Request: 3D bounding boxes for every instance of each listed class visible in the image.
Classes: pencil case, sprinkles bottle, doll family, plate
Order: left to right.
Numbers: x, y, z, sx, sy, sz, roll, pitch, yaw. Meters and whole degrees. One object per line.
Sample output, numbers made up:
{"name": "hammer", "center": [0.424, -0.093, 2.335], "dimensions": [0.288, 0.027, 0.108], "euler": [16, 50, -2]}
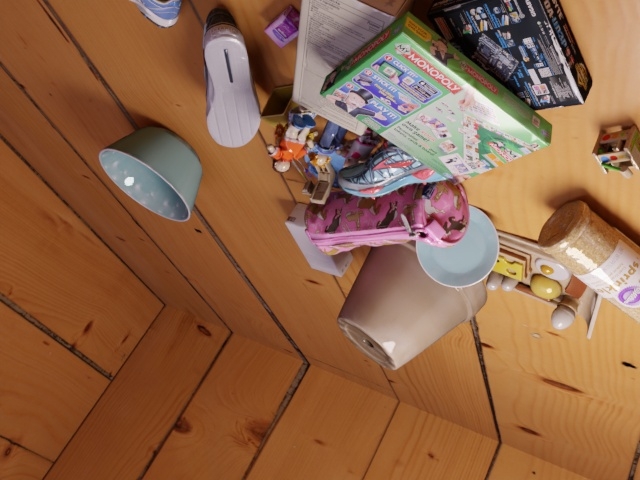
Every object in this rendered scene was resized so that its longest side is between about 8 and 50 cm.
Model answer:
{"name": "doll family", "center": [-0.003, -0.210, 1.289], "dimensions": [0.263, 0.118, 0.163], "euler": [-1, 145, -30]}
{"name": "pencil case", "center": [0.137, -0.052, 1.400], "dimensions": [0.167, 0.160, 0.386], "euler": [9, 171, -41]}
{"name": "plate", "center": [0.305, 0.011, 1.392], "dimensions": [0.188, 0.188, 0.024], "euler": [18, -171, 26]}
{"name": "sprinkles bottle", "center": [0.588, 0.070, 1.203], "dimensions": [0.355, 0.121, 0.121], "euler": [36, 155, -9]}

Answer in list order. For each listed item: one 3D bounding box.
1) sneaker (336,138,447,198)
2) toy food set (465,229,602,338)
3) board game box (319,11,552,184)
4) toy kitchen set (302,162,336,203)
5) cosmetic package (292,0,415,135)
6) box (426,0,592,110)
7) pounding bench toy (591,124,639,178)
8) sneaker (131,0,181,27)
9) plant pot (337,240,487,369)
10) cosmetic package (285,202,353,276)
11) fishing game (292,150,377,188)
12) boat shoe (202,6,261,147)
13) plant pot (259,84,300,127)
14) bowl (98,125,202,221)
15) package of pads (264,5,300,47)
{"name": "sneaker", "center": [0.148, -0.172, 1.236], "dimensions": [0.262, 0.104, 0.125], "euler": [-13, 127, 16]}
{"name": "toy food set", "center": [0.475, 0.104, 1.415], "dimensions": [0.306, 0.092, 0.219], "euler": [23, 155, 28]}
{"name": "board game box", "center": [0.187, -0.212, 1.017], "dimensions": [0.317, 0.046, 0.213], "euler": [29, 152, -25]}
{"name": "toy kitchen set", "center": [-0.017, -0.140, 1.439], "dimensions": [0.068, 0.083, 0.075], "euler": [9, 152, 26]}
{"name": "cosmetic package", "center": [0.050, -0.335, 1.067], "dimensions": [0.160, 0.113, 0.309], "euler": [28, 155, 6]}
{"name": "box", "center": [0.288, -0.290, 0.948], "dimensions": [0.175, 0.051, 0.220], "euler": [2, 143, 47]}
{"name": "pounding bench toy", "center": [0.471, -0.132, 0.998], "dimensions": [0.052, 0.083, 0.065], "euler": [45, 152, -28]}
{"name": "sneaker", "center": [-0.369, -0.522, 1.252], "dimensions": [0.211, 0.080, 0.081], "euler": [30, 151, -22]}
{"name": "plant pot", "center": [0.198, 0.153, 1.549], "dimensions": [0.323, 0.280, 0.323], "euler": [39, 161, 16]}
{"name": "cosmetic package", "center": [0.000, 0.000, 1.798], "dimensions": [0.117, 0.085, 0.231], "euler": [15, 149, 31]}
{"name": "fishing game", "center": [0.052, -0.172, 1.465], "dimensions": [0.264, 0.041, 0.189], "euler": [5, 153, 35]}
{"name": "boat shoe", "center": [-0.188, -0.341, 1.338], "dimensions": [0.121, 0.119, 0.335], "euler": [-1, 147, -8]}
{"name": "plant pot", "center": [-0.065, -0.277, 1.354], "dimensions": [0.081, 0.081, 0.083], "euler": [5, 155, 45]}
{"name": "bowl", "center": [-0.471, -0.214, 1.836], "dimensions": [0.311, 0.163, 0.311], "euler": [25, 154, 13]}
{"name": "package of pads", "center": [-0.065, -0.399, 1.173], "dimensions": [0.050, 0.032, 0.083], "euler": [39, 155, -23]}
